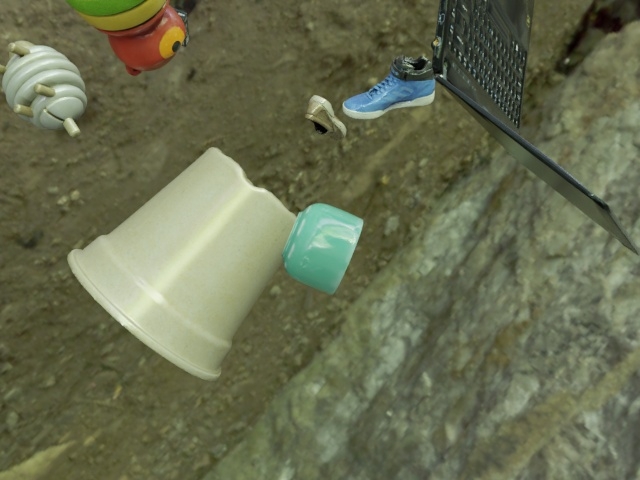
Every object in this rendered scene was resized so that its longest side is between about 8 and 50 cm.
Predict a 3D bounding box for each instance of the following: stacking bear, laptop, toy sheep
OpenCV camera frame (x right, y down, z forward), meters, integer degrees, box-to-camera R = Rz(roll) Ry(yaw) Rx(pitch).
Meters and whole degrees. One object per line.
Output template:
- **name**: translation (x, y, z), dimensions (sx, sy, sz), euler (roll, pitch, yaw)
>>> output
- **stacking bear**: translation (-0.269, -0.348, 0.945), dimensions (0.175, 0.164, 0.289), euler (-58, 157, -21)
- **laptop**: translation (0.197, -0.138, 0.588), dimensions (0.234, 0.136, 0.264), euler (18, 78, -59)
- **toy sheep**: translation (-0.299, -0.163, 0.760), dimensions (0.091, 0.132, 0.091), euler (-29, 167, -7)

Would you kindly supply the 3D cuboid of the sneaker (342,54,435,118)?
- **sneaker**: translation (0.106, -0.243, 1.082), dimensions (0.152, 0.058, 0.084), euler (-12, 134, -8)

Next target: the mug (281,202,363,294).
- **mug**: translation (-0.003, 0.008, 1.103), dimensions (0.158, 0.097, 0.129), euler (152, -40, -86)

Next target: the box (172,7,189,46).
- **box**: translation (-0.288, -0.413, 1.344), dimensions (0.083, 0.067, 0.018), euler (106, 4, -67)

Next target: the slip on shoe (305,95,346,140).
- **slip on shoe**: translation (0.007, -0.196, 1.187), dimensions (0.041, 0.051, 0.135), euler (-62, 162, -8)

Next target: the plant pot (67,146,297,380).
- **plant pot**: translation (-0.206, 0.019, 1.228), dimensions (0.305, 0.334, 0.334), euler (-49, 166, -3)
